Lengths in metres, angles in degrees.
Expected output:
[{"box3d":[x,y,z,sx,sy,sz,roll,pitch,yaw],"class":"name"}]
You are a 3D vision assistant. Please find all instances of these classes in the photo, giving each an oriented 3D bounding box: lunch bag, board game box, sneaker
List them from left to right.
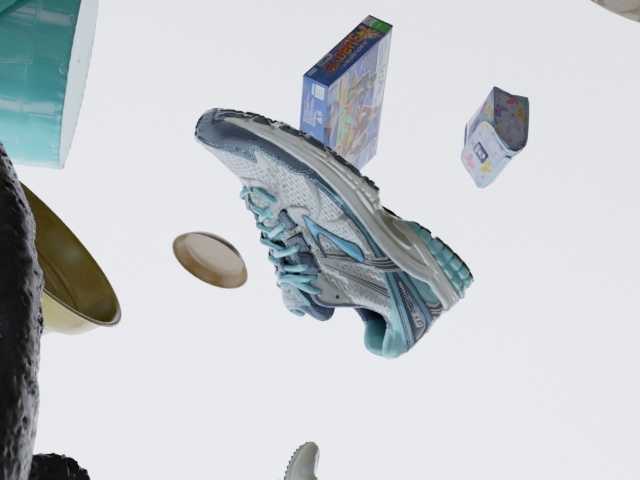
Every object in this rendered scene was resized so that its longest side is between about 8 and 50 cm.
[{"box3d":[-0.013,0.332,1.799,0.075,0.057,0.161,10,-115,20],"class":"sneaker"},{"box3d":[0.000,0.000,1.188,0.283,0.122,0.110,37,174,-23],"class":"sneaker"},{"box3d":[0.025,-0.141,1.652,0.035,0.201,0.136,28,-130,20],"class":"board game box"},{"box3d":[0.178,-0.104,1.484,0.053,0.071,0.083,16,-125,-15],"class":"lunch bag"}]

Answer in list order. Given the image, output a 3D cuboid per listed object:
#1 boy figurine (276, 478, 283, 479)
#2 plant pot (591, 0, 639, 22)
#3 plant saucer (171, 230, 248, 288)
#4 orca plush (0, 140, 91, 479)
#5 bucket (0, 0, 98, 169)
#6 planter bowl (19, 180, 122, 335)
[{"box3d":[-0.043,0.317,1.390,0.092,0.285,0.177,9,-105,-6],"class":"boy figurine"},{"box3d":[0.373,-0.353,1.297,0.257,0.274,0.256,4,-149,-3],"class":"plant pot"},{"box3d":[-0.107,0.016,1.433,0.083,0.083,0.015,34,-124,-9],"class":"plant saucer"},{"box3d":[-0.132,0.067,0.497,0.102,0.151,0.287,36,-149,-36],"class":"orca plush"},{"box3d":[-0.343,-0.209,1.540,0.183,0.281,0.281,10,-136,-6],"class":"bucket"},{"box3d":[-0.279,0.022,1.242,0.217,0.090,0.217,46,-174,-7],"class":"planter bowl"}]
